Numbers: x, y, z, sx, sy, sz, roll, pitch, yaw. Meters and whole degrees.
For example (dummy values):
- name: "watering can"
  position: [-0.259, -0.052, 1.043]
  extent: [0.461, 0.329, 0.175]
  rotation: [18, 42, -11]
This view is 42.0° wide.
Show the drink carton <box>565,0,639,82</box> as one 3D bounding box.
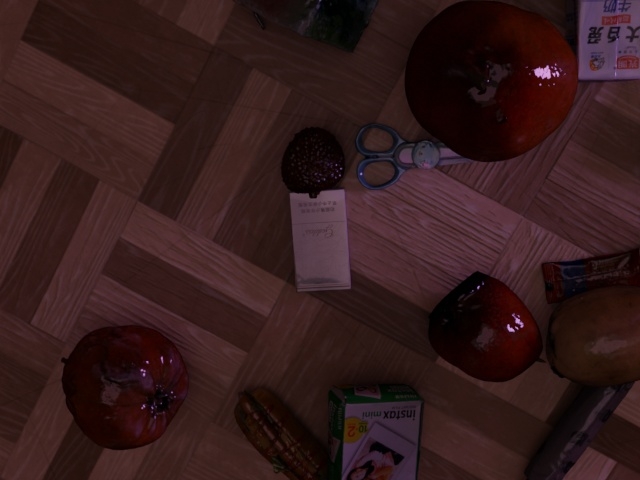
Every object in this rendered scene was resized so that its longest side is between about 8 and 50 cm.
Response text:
- name: "drink carton"
  position: [0.501, -0.436, 1.455]
  extent: [0.130, 0.106, 0.315]
  rotation: [0, 100, 5]

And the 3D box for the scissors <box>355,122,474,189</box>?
- name: "scissors"
  position: [0.193, -0.161, 1.561]
  extent: [0.255, 0.030, 0.125]
  rotation: [-2, 99, 7]

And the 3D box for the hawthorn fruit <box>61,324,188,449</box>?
- name: "hawthorn fruit"
  position: [-0.395, 0.262, 1.587]
  extent: [0.271, 0.241, 0.242]
  rotation: [18, 103, 33]

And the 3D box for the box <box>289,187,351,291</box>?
- name: "box"
  position: [-0.001, 0.000, 1.604]
  extent: [0.109, 0.029, 0.199]
  rotation: [-3, 99, 4]

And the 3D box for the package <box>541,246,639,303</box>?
- name: "package"
  position: [0.526, 0.066, 1.585]
  extent: [0.200, 0.022, 0.083]
  rotation: [-10, 99, 6]

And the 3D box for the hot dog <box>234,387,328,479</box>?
- name: "hot dog"
  position: [-0.081, 0.396, 1.657]
  extent: [0.104, 0.076, 0.250]
  rotation: [-39, 98, 10]

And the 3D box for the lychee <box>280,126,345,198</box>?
- name: "lychee"
  position: [-0.014, -0.144, 1.537]
  extent: [0.123, 0.123, 0.129]
  rotation: [-5, 71, 4]

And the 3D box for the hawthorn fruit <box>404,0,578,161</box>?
- name: "hawthorn fruit"
  position: [0.273, -0.273, 1.414]
  extent: [0.311, 0.295, 0.295]
  rotation: [-1, 104, -41]

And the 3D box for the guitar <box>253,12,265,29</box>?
- name: "guitar"
  position: [-0.180, -0.474, 1.513]
  extent: [0.025, 0.088, 0.233]
  rotation: [-39, 105, 9]

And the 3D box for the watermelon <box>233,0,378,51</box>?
- name: "watermelon"
  position: [-0.031, -0.481, 1.446]
  extent: [0.301, 0.151, 0.264]
  rotation: [15, 93, -1]

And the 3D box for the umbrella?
- name: "umbrella"
  position: [0.489, 0.379, 1.619]
  extent: [0.067, 0.073, 0.337]
  rotation: [31, 101, -8]

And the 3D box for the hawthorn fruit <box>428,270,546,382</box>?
- name: "hawthorn fruit"
  position: [0.318, 0.175, 1.553]
  extent: [0.251, 0.189, 0.189]
  rotation: [35, 101, -22]

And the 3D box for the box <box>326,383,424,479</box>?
- name: "box"
  position: [0.098, 0.400, 1.608]
  extent: [0.180, 0.103, 0.250]
  rotation: [0, 101, -17]

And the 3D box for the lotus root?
- name: "lotus root"
  position: [0.564, 0.165, 1.523]
  extent: [0.309, 0.183, 0.183]
  rotation: [-13, 99, 2]
